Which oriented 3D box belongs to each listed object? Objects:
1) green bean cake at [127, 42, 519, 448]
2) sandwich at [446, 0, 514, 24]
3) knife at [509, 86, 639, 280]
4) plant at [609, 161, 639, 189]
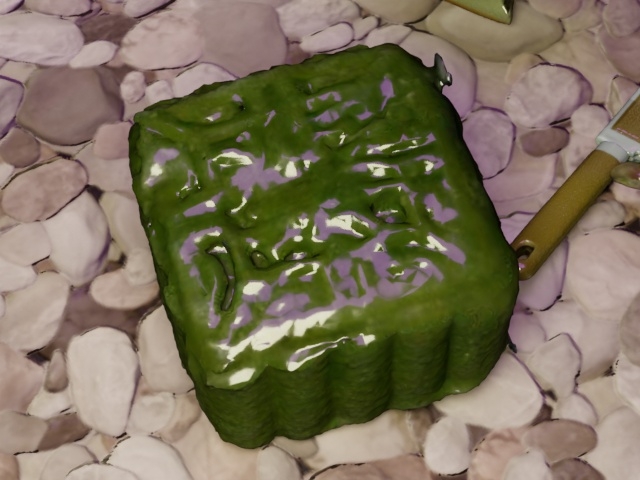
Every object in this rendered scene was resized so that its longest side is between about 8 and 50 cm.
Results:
[{"bbox_3d":[0.000,0.000,1.172,0.247,0.156,0.249,-14,57,-8],"label":"green bean cake"},{"bbox_3d":[0.146,-0.312,1.443,0.212,0.063,0.245,27,61,13],"label":"sandwich"},{"bbox_3d":[0.256,-0.075,1.297,0.061,0.027,0.343,29,58,23],"label":"knife"},{"bbox_3d":[0.404,-0.135,1.186,0.180,0.251,0.333,39,80,-21],"label":"plant"}]
